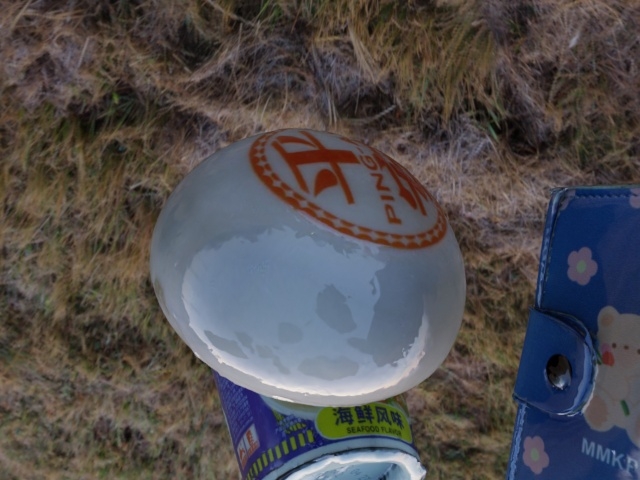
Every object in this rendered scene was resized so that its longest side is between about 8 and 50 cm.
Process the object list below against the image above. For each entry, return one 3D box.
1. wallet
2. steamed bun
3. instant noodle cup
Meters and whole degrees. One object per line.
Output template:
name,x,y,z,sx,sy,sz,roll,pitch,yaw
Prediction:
wallet,0.157,0.073,0.318,0.059,0.141,0.202,7,91,-25
steamed bun,0.000,0.000,0.462,0.232,0.232,0.145,17,115,-6
instant noodle cup,-0.014,0.178,0.795,0.284,0.312,0.284,-9,133,-10
